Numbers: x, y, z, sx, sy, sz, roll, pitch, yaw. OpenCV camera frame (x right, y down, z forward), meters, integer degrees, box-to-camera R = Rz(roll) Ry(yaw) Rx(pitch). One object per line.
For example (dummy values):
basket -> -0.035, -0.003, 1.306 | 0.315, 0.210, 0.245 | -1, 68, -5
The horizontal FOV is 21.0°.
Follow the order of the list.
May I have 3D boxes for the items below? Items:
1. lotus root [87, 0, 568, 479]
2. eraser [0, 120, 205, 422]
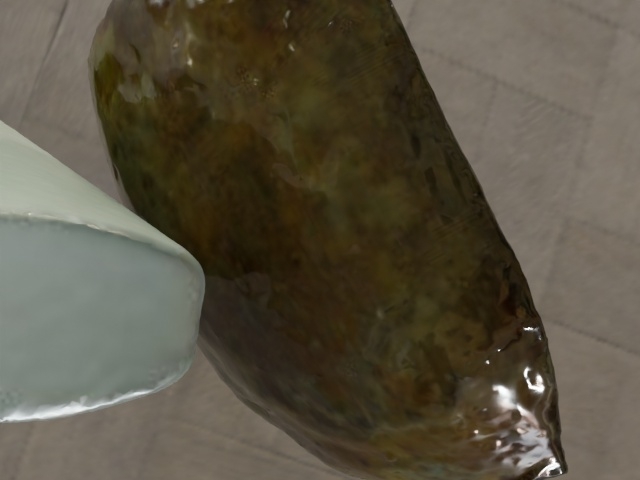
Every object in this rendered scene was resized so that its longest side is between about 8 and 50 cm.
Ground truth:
lotus root -> -0.005, 0.002, 0.857 | 0.142, 0.210, 0.314 | -27, 95, -12
eraser -> -0.199, -0.009, 0.840 | 0.189, 0.290, 0.104 | 8, 103, -32
